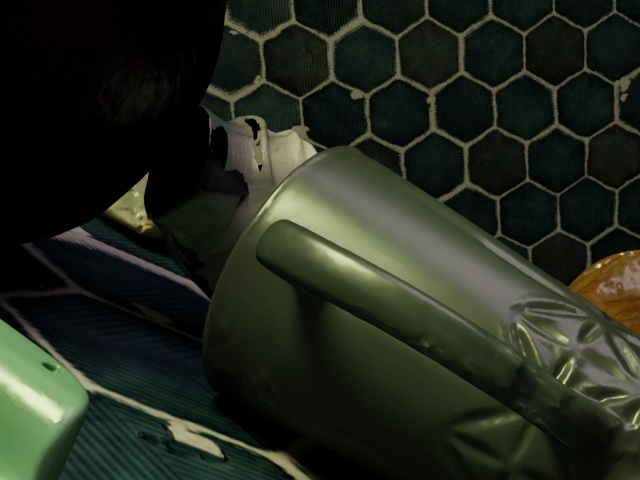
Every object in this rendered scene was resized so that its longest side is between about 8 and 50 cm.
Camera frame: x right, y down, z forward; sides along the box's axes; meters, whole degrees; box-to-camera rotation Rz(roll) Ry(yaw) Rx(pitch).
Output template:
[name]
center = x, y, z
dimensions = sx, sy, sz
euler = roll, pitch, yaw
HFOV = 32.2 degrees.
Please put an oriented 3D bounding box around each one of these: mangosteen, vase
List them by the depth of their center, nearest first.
[vase]
center = 0.082, 0.071, 0.555
dimensions = 0.300, 0.156, 0.251
euler = 29, -6, 24
[mangosteen]
center = -0.225, -0.146, 0.629
dimensions = 0.346, 0.307, 0.307
euler = -5, -9, 27

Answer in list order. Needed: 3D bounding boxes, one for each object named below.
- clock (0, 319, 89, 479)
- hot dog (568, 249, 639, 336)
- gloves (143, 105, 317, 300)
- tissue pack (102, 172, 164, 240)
[clock]
center = -0.173, 0.032, 0.280
dimensions = 0.159, 0.066, 0.211
euler = 28, 7, 23
[hot dog]
center = 0.252, 0.112, 0.832
dimensions = 0.196, 0.122, 0.272
euler = 10, 28, 6
[gloves]
center = -0.025, -0.002, 0.753
dimensions = 0.212, 0.111, 0.128
euler = 29, 29, -40
[tissue pack]
center = -0.144, -0.056, 1.029
dimensions = 0.186, 0.090, 0.222
euler = 27, 4, 27
